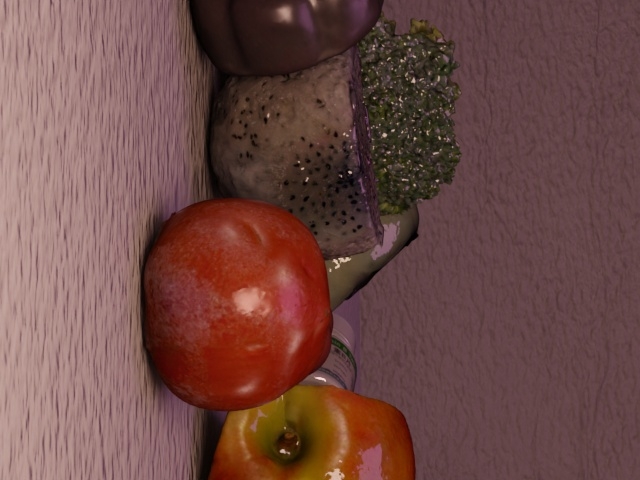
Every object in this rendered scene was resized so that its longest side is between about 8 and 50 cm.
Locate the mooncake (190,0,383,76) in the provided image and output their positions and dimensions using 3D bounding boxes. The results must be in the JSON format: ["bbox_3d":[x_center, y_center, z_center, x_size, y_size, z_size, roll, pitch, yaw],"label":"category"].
[{"bbox_3d":[-0.041,-0.297,1.830,0.245,0.245,0.133,-83,159,-50],"label":"mooncake"}]

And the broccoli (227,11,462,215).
[{"bbox_3d":[0.032,-0.218,2.083,0.338,0.317,0.277,11,119,-47],"label":"broccoli"}]

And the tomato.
[{"bbox_3d":[-0.084,0.066,1.591,0.232,0.188,0.232,-3,90,-82],"label":"tomato"}]

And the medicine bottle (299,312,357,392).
[{"bbox_3d":[-0.009,0.213,2.412,0.237,0.139,0.139,-72,160,-65],"label":"medicine bottle"}]

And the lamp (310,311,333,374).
[{"bbox_3d":[-0.070,0.099,1.881,0.182,0.140,0.182,28,43,-29],"label":"lamp"}]

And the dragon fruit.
[{"bbox_3d":[-0.038,-0.100,1.882,0.221,0.204,0.283,-81,162,-70],"label":"dragon fruit"}]

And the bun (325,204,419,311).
[{"bbox_3d":[0.000,0.000,2.275,0.187,0.293,0.293,51,7,1],"label":"bun"}]

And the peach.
[{"bbox_3d":[-0.009,0.358,1.923,0.380,0.242,0.306,85,17,-65],"label":"peach"}]
